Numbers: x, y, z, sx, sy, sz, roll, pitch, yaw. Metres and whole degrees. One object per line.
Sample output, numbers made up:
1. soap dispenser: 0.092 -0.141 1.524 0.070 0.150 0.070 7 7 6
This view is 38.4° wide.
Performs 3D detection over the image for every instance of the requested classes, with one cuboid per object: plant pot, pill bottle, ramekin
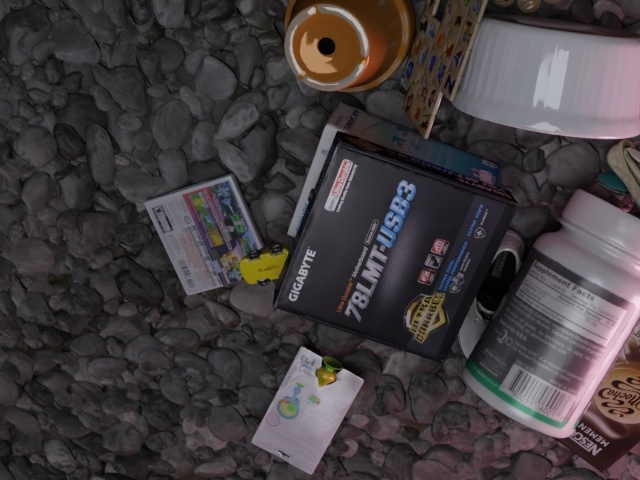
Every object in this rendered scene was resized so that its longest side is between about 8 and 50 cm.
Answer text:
1. plant pot: 0.031 -0.313 1.400 0.205 0.188 0.205 6 115 12
2. pill bottle: 0.398 0.114 1.473 0.204 0.204 0.361 28 99 -1
3. ramekin: 0.336 -0.244 1.328 0.277 0.277 0.135 10 108 8

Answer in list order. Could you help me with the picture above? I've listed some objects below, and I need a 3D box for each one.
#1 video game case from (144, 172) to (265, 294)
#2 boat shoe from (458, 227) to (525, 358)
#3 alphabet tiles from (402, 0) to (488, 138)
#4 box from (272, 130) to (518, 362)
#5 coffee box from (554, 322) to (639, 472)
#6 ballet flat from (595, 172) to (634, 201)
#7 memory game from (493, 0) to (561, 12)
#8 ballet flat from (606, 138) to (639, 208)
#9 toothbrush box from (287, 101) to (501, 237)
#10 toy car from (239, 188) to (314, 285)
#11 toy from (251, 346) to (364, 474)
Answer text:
1. video game case: -0.204 -0.009 1.692 0.184 0.023 0.201 -15 109 19
2. boat shoe: 0.299 0.112 1.597 0.096 0.088 0.267 17 117 4
3. alphabet tiles: 0.178 -0.284 1.388 0.009 0.198 0.237 6 119 -18
4. box: 0.110 0.015 1.423 0.293 0.073 0.295 19 111 -10
5. coffee box: 0.524 0.237 1.588 0.168 0.119 0.297 35 117 -6
6. ballet flat: 0.503 -0.080 1.492 0.114 0.041 0.041 10 116 9
7. memory game: 0.313 -0.436 1.383 0.186 0.012 0.186 5 115 10
8. ballet flat: 0.510 -0.088 1.437 0.168 0.057 0.052 56 146 19
9. toothbrush box: 0.121 -0.067 1.533 0.296 0.126 0.216 21 118 2
10. toy car: 0.000 0.000 1.496 0.239 0.053 0.225 17 119 5
11. toy: -0.023 0.324 1.787 0.137 0.056 0.237 28 112 3
